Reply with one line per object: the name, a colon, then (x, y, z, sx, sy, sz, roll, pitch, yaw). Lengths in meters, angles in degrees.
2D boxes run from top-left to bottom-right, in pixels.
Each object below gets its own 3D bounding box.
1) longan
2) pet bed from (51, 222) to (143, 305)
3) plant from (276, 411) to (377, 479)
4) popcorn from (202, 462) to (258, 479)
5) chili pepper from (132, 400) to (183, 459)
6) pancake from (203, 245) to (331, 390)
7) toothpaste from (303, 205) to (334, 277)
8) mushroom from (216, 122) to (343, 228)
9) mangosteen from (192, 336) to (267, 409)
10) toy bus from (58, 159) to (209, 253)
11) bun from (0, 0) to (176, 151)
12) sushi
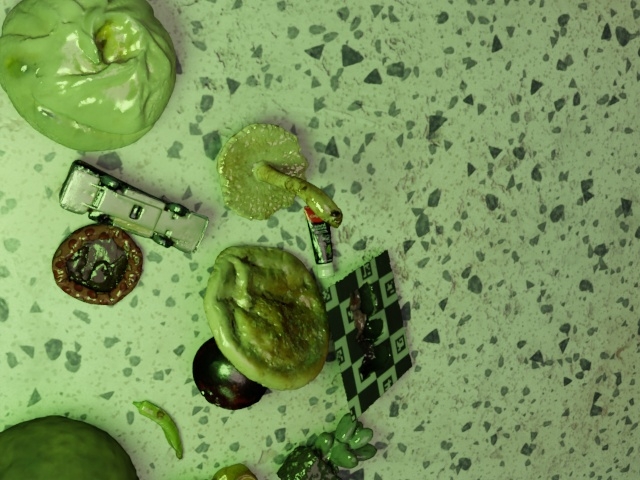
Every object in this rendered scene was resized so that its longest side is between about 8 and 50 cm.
longan: (-0.571, 0.565, 1.420, 0.390, 0.391, 0.392, -5, 102, -24)
pet bed: (-0.501, 0.056, 1.542, 0.201, 0.053, 0.201, -7, 105, -29)
plant: (0.022, 0.586, 1.832, 0.274, 0.149, 0.147, -33, 112, -19)
popcorn: (-0.279, 0.705, 1.679, 0.264, 0.225, 0.332, 30, 76, -8)
chili pepper: (-0.383, 0.461, 1.678, 0.049, 0.043, 0.208, -44, 115, -26)
pancake: (-0.114, 0.177, 1.640, 0.386, 0.082, 0.387, 27, 48, -35)
toothpaste: (0.000, 0.000, 1.774, 0.071, 0.045, 0.194, -10, 98, -23)
mushroom: (-0.079, -0.161, 1.582, 0.208, 0.301, 0.233, -60, 137, -41)
mangosteen: (-0.210, 0.309, 1.650, 0.209, 0.210, 0.210, -5, 102, -24)
toy bus: (-0.414, -0.073, 1.515, 0.316, 0.138, 0.113, 25, 94, -28)
bun: (-0.467, -0.359, 1.389, 0.364, 0.219, 0.366, -4, 100, -21)
sushi: (0.096, 0.244, 1.831, 0.296, 0.099, 0.373, -30, 113, -43)
